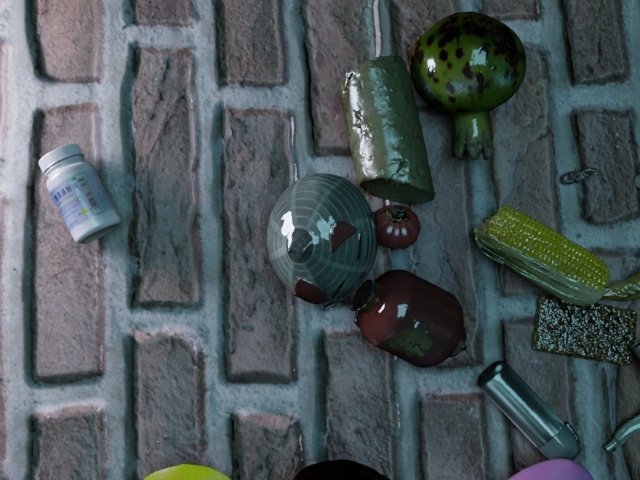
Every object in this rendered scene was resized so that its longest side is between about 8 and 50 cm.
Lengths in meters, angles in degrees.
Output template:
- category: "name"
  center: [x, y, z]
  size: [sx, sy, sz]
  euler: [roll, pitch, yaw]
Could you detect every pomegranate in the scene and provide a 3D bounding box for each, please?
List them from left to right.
- category: "pomegranate"
  center: [0.299, -0.334, 1.920]
  size: [0.242, 0.242, 0.305]
  euler: [17, 110, -5]

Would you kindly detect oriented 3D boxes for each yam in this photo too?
- category: "yam"
  center: [0.139, -0.223, 1.894]
  size: [0.168, 0.168, 0.304]
  euler: [-9, 82, -9]

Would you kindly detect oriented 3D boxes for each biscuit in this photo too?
- category: "biscuit"
  center: [0.579, 0.196, 1.958]
  size: [0.231, 0.025, 0.131]
  euler: [9, 80, -6]

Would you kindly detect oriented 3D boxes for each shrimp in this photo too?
- category: "shrimp"
  center: [0.583, -0.148, 2.001]
  size: [0.092, 0.038, 0.029]
  euler: [-18, 86, -9]

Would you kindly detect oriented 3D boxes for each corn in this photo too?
- category: "corn"
  center: [0.473, 0.031, 1.925]
  size: [0.305, 0.122, 0.123]
  euler: [32, 96, 3]

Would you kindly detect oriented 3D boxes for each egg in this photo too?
- category: "egg"
  center: [0.437, 0.556, 1.804]
  size: [0.196, 0.196, 0.271]
  euler: [37, 72, -1]

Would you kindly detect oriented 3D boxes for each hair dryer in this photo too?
- category: "hair dryer"
  center: [0.696, 0.326, 1.932]
  size: [0.225, 0.088, 0.218]
  euler: [-14, 87, 2]

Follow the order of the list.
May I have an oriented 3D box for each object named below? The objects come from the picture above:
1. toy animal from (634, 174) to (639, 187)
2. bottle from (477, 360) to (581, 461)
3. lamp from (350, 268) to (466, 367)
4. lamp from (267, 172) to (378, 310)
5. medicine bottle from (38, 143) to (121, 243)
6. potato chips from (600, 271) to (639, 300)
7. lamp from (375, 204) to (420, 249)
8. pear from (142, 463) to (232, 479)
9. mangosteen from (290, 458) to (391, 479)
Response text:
- category: "toy animal"
  center: [0.833, -0.132, 2.000]
  size: [0.185, 0.104, 0.183]
  euler: [-35, 82, -16]
- category: "bottle"
  center: [0.445, 0.361, 1.892]
  size: [0.253, 0.079, 0.096]
  euler: [47, 54, 2]
- category: "lamp"
  center: [0.184, 0.164, 1.833]
  size: [0.258, 0.180, 0.180]
  euler: [29, 79, -21]
- category: "lamp"
  center: [0.000, 0.000, 1.804]
  size: [0.233, 0.233, 0.265]
  euler: [15, 108, -5]
- category: "medicine bottle"
  center: [-0.491, -0.095, 1.823]
  size: [0.103, 0.103, 0.186]
  euler: [-27, 87, -10]
- category: "potato chips"
  center: [0.782, 0.042, 1.990]
  size: [0.407, 0.057, 0.080]
  euler: [-34, 74, -10]
- category: "lamp"
  center: [0.159, -0.029, 1.902]
  size: [0.108, 0.092, 0.107]
  euler: [4, 47, -4]
- category: "pear"
  center: [-0.275, 0.615, 1.631]
  size: [0.399, 0.165, 0.398]
  euler: [-4, 81, 26]
- category: "mangosteen"
  center: [0.031, 0.573, 1.694]
  size: [0.313, 0.297, 0.297]
  euler: [-42, 89, -22]
